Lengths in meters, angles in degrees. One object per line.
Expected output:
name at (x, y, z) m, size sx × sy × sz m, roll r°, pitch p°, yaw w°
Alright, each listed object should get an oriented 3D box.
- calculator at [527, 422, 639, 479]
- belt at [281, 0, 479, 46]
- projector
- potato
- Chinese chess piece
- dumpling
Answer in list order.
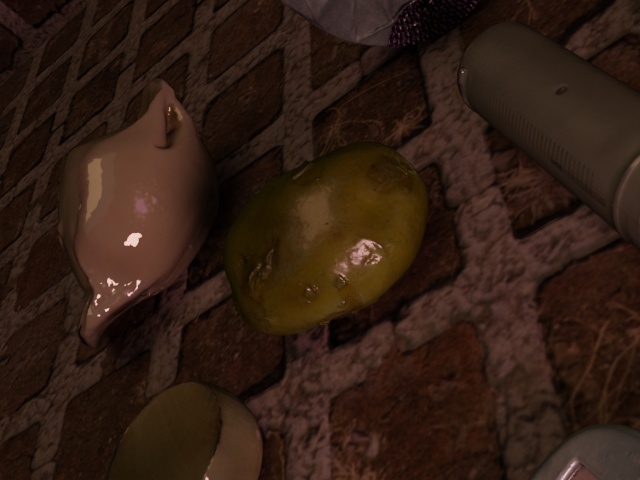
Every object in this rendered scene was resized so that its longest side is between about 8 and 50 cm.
calculator at (0.195, 0.232, 0.622) m, size 0.295 × 0.042 × 0.184 m, roll -53°, pitch 33°, yaw 3°
belt at (0.062, -0.375, 1.114) m, size 0.122 × 0.325 × 0.260 m, roll -94°, pitch 27°, yaw -43°
projector at (0.239, -0.102, 0.828) m, size 0.108 × 0.108 × 0.337 m, roll -45°, pitch 33°, yaw 10°
potato at (0.000, 0.000, 0.982) m, size 0.253 × 0.148 × 0.186 m, roll -46°, pitch 31°, yaw 10°
Chinese chess piece at (-0.148, 0.247, 0.991) m, size 0.188 × 0.083 × 0.188 m, roll -29°, pitch 39°, yaw 26°
dumpling at (-0.278, -0.024, 1.348) m, size 0.315 × 0.233 × 0.394 m, roll 126°, pitch 153°, yaw -69°
